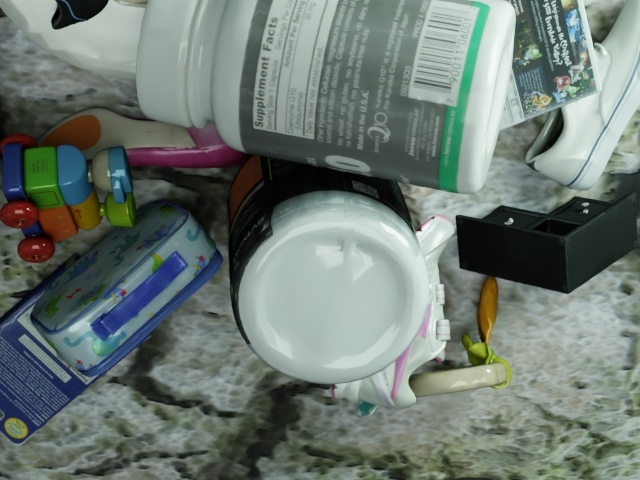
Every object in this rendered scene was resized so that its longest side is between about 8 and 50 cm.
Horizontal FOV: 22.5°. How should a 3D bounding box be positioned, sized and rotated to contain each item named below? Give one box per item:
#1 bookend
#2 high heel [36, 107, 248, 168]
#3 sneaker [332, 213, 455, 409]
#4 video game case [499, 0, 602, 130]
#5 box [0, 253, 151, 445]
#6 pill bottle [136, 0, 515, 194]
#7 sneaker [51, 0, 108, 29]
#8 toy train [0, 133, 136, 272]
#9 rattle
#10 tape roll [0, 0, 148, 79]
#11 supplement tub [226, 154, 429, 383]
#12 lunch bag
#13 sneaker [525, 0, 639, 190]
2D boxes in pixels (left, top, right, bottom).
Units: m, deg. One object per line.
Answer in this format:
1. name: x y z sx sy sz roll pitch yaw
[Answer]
1. bookend: 0.272 -0.011 1.929 0.157 0.156 0.072 -28 120 -42
2. high heel: -0.208 -0.103 1.876 0.244 0.082 0.117 -16 142 8
3. sneaker: 0.109 0.092 1.923 0.111 0.103 0.252 25 91 1
4. video game case: 0.210 -0.218 1.768 0.173 0.022 0.190 -21 121 -4
5. box: -0.335 0.136 1.967 0.225 0.036 0.136 -40 109 9
6. pill bottle: 0.008 -0.177 1.663 0.361 0.204 0.204 12 112 10
7. sneaker: -0.303 -0.327 1.682 0.090 0.081 0.232 -33 112 2
8. toy train: -0.274 -0.030 1.837 0.143 0.105 0.248 -6 153 1
9. rattle: 0.128 0.137 1.992 0.200 0.130 0.142 -9 103 27
10. tape roll: -0.193 -0.368 1.758 0.392 0.072 0.392 -2 113 -5
11. supplement tub: 0.000 0.000 1.777 0.207 0.338 0.207 -1 112 -3
12. lunch bag: -0.223 0.055 1.845 0.219 0.176 0.090 -43 110 -13
13. sneaker: 0.317 -0.178 1.863 0.091 0.094 0.258 15 111 -15
